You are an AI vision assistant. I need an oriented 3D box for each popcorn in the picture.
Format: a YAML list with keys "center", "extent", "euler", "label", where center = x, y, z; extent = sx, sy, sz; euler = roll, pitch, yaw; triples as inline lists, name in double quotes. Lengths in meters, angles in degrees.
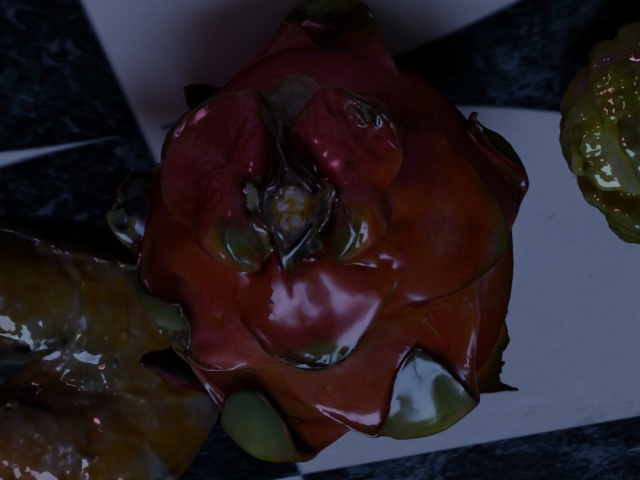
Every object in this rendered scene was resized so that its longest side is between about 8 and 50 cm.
- center: [0.200, -0.060, 0.923]
  extent: [0.145, 0.126, 0.126]
  euler: [-12, 157, -15]
  label: "popcorn"

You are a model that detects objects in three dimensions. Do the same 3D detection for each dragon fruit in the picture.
- center: [0.000, 0.001, 0.898]
  extent: [0.224, 0.224, 0.227]
  euler: [-21, 142, 20]
  label: "dragon fruit"

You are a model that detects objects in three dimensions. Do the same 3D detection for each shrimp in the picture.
- center: [-0.203, 0.064, 1.014]
  extent: [0.316, 0.164, 0.062]
  euler: [21, 157, -22]
  label: "shrimp"
